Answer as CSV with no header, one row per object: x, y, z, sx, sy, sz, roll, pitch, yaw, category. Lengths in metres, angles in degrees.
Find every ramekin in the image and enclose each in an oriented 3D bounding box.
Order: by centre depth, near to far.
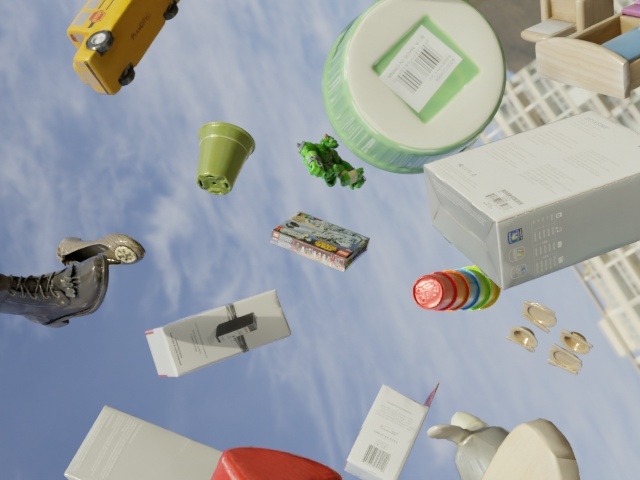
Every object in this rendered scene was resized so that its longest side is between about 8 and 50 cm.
0.159,-0.267,1.478,0.303,0.303,0.148,53,175,-2,ramekin

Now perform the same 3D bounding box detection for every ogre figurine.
0.016,-0.174,2.015,0.197,0.097,0.118,-13,-128,-42,ogre figurine

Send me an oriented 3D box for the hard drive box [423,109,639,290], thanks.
0.262,-0.054,1.013,0.181,0.232,0.089,-127,21,-59,hard drive box

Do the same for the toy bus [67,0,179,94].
-0.384,-0.444,1.752,0.333,0.130,0.108,-63,-30,-24,toy bus

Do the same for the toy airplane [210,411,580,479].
0.099,0.338,0.778,0.272,0.386,0.384,-24,-84,-50,toy airplane

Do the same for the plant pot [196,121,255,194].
-0.139,-0.109,1.238,0.083,0.083,0.079,35,-129,-35,plant pot

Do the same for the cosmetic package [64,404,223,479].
-0.243,0.354,1.333,0.127,0.238,0.107,-61,-20,-28,cosmetic package

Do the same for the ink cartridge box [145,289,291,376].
-0.229,0.207,1.982,0.272,0.197,0.114,-17,-91,-23,ink cartridge box

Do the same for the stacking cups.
0.267,0.092,1.725,0.096,0.096,0.316,61,-160,15,stacking cups

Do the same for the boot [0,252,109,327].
-0.522,0.085,1.568,0.229,0.263,0.091,16,-130,-42,boot

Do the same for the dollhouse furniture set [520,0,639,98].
0.331,-0.365,1.052,0.286,0.198,0.303,32,142,51,dollhouse furniture set

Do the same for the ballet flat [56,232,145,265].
-0.479,0.028,1.913,0.058,0.249,0.084,-56,-44,-41,ballet flat

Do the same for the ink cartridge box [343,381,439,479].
0.175,0.471,2.236,0.130,0.272,0.309,26,163,8,ink cartridge box

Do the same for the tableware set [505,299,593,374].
0.401,0.172,1.552,0.141,0.169,0.020,31,-117,16,tableware set

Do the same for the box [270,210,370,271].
0.000,0.000,1.449,0.137,0.027,0.094,22,-151,19,box
